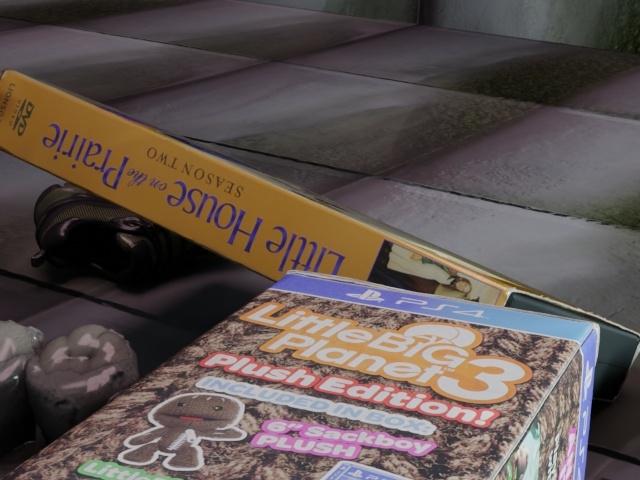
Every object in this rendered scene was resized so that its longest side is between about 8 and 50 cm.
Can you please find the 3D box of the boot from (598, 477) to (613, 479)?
[{"bbox_3d":[0.079,0.126,0.676,0.263,0.091,0.229,15,11,-42],"label":"boot"}]

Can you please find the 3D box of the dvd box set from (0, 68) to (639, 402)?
[{"bbox_3d":[0.000,0.000,0.975,0.420,0.062,0.307,24,3,28],"label":"dvd box set"}]

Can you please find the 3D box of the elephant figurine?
[{"bbox_3d":[-0.115,0.164,0.645,0.169,0.239,0.186,33,59,30],"label":"elephant figurine"}]

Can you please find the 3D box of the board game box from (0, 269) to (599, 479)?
[{"bbox_3d":[-0.012,0.170,0.473,0.141,0.232,0.291,10,19,22],"label":"board game box"}]

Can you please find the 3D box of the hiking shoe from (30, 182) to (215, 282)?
[{"bbox_3d":[-0.150,0.002,1.226,0.226,0.086,0.114,-3,35,-5],"label":"hiking shoe"}]
